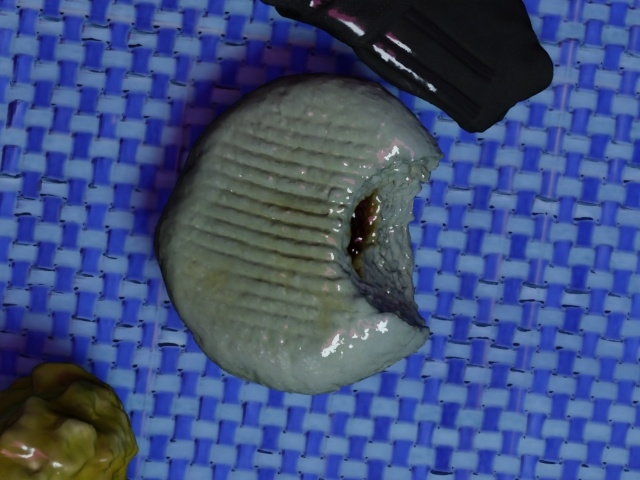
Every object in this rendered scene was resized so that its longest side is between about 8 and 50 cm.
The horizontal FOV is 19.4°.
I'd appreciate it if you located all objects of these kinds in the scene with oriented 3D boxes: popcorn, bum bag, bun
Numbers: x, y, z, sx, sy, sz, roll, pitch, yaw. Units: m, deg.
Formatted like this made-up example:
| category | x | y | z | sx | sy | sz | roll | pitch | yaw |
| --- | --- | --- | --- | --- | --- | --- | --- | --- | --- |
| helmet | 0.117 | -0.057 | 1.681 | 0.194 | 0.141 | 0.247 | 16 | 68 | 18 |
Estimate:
| category | x | y | z | sx | sy | sz | roll | pitch | yaw |
| --- | --- | --- | --- | --- | --- | --- | --- | --- | --- |
| popcorn | -0.200 | 0.169 | 1.215 | 0.197 | 0.197 | 0.156 | -20 | 90 | -4 |
| bum bag | 0.016 | -0.186 | 1.237 | 0.326 | 0.080 | 0.142 | 28 | 53 | -13 |
| bun | 0.000 | 0.000 | 1.248 | 0.204 | 0.126 | 0.212 | 35 | 90 | 17 |
